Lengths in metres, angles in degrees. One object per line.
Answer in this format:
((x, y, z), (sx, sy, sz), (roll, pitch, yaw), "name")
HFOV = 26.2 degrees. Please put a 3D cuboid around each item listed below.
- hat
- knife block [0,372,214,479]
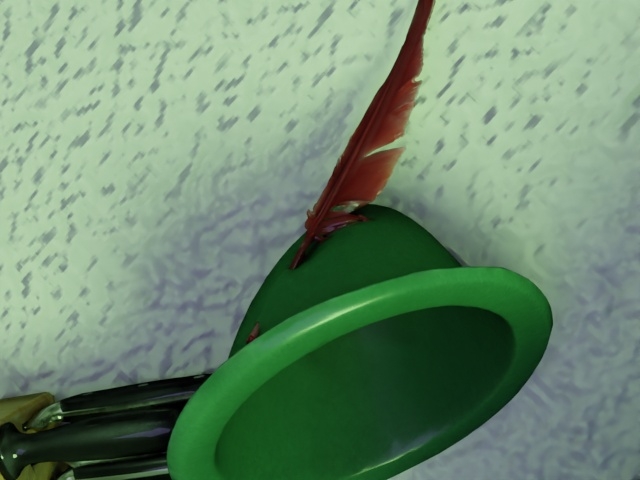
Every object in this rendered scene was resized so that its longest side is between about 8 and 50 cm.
((0.000, 0.000, 0.654), (0.208, 0.173, 0.183), (-21, 57, -7), "hat")
((-0.181, 0.118, 0.682), (0.275, 0.088, 0.242), (35, 100, 6), "knife block")
